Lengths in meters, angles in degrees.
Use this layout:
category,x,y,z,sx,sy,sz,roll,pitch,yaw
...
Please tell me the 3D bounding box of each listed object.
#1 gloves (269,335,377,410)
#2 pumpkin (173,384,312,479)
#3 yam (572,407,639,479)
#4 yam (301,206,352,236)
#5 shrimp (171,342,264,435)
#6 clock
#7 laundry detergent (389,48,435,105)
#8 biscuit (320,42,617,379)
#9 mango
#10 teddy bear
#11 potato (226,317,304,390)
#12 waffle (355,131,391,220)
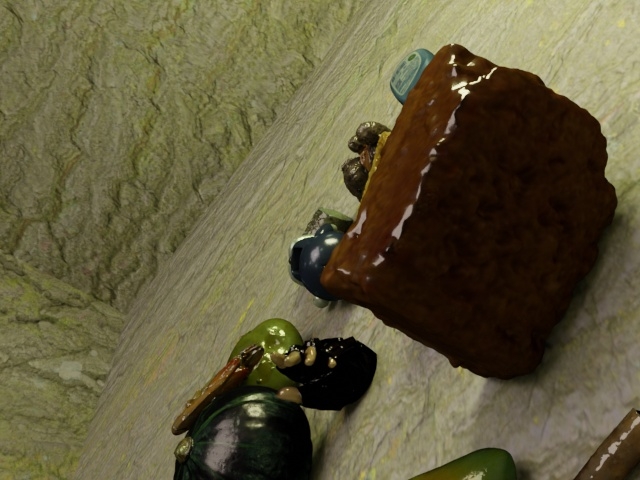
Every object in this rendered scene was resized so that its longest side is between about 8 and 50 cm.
category,x,y,z,sx,sy,sz,roll,pitch,yaw
gloves,-0.005,0.238,1.366,0.164,0.203,0.124,-60,21,-2
pumpkin,-0.166,0.433,1.422,0.315,0.238,0.315,-46,28,33
yam,0.265,0.322,0.832,0.045,0.045,0.327,47,109,35
yam,0.000,0.000,1.865,0.183,0.107,0.107,-61,20,-1
shrimp,-0.218,0.314,1.539,0.267,0.061,0.145,-40,-9,4
clock,0.010,0.058,1.687,0.243,0.146,0.200,-174,90,-72
laundry detergent,0.258,-0.375,1.819,0.143,0.094,0.290,-44,26,20
biscuit,0.227,-0.029,1.006,0.166,0.342,0.395,6,68,64
mango,0.161,0.362,0.952,0.237,0.091,0.137,-43,31,38
teddy bear,0.128,-0.179,1.781,0.140,0.177,0.190,-13,-21,-47
potato,-0.128,0.298,1.666,0.186,0.148,0.253,15,66,41
waffle,0.151,-0.074,1.492,0.248,0.055,0.221,-114,33,-54
